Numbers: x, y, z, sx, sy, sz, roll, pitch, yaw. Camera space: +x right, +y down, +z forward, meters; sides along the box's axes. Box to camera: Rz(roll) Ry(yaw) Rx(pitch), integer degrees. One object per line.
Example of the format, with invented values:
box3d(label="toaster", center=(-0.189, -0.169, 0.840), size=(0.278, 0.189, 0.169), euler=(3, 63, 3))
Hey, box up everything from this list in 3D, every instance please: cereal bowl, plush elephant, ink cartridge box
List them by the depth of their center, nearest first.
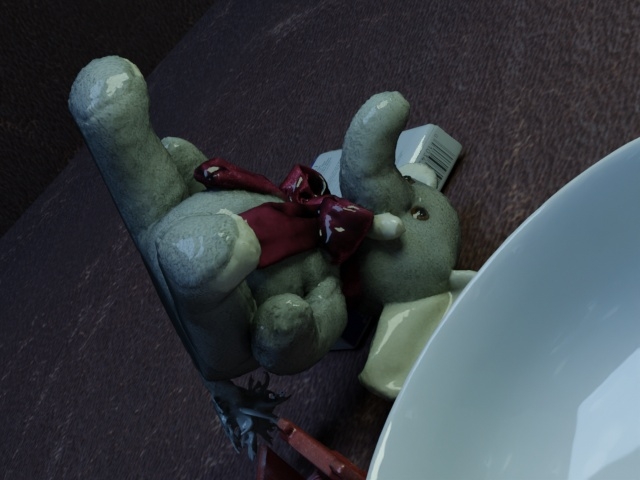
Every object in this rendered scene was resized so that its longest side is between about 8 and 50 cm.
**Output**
box3d(label="cereal bowl", center=(0.177, 0.105, 0.756), size=(0.339, 0.141, 0.339), euler=(-45, 21, 22))
box3d(label="plush elephant", center=(0.000, 0.000, 1.163), size=(0.255, 0.330, 0.272), euler=(-27, 38, -9))
box3d(label="ink cartridge box", center=(0.016, 0.003, 1.420), size=(0.223, 0.045, 0.224), euler=(-61, 22, -17))

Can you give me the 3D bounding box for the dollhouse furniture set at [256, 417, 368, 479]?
box3d(label="dollhouse furniture set", center=(-0.050, 0.228, 1.034), size=(0.201, 0.152, 0.374), euler=(-55, 20, -7))
